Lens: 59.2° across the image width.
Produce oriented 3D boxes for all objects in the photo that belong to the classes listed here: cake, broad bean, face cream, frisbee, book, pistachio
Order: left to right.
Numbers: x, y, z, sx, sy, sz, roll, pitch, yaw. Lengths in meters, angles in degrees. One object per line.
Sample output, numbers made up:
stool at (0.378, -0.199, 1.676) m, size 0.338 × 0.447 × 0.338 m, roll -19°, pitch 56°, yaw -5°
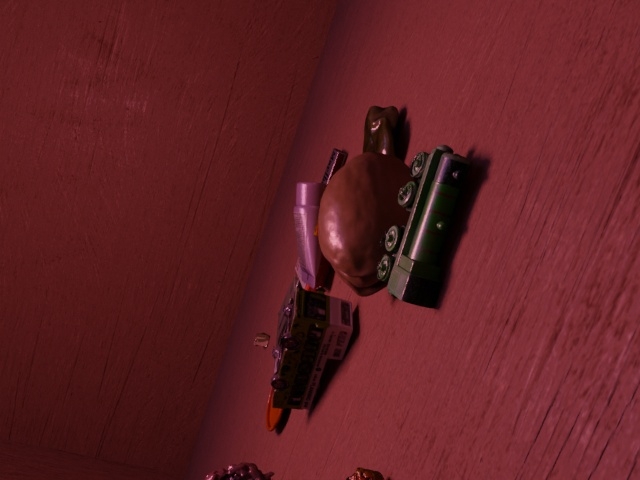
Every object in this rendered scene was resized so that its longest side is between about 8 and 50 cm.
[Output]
cake at (-0.232, 0.378, 2.161) m, size 0.140 × 0.055 × 0.051 m, roll 155°, pitch 124°, yaw -77°
frisbee at (-0.110, 0.432, 1.562) m, size 0.192 × 0.035 × 0.192 m, roll -164°, pitch 90°, yaw -79°
book at (-0.107, 0.276, 1.797) m, size 0.282 × 0.025 × 0.214 m, roll -90°, pitch 20°, yaw -50°
face cream at (-0.026, -0.016, 1.497) m, size 0.154 × 0.096 × 0.273 m, roll -163°, pitch 76°, yaw -72°
pistachio at (0.087, -0.045, 1.039) m, size 0.162 × 0.182 × 0.293 m, roll 64°, pitch -150°, yaw -47°
broad bean at (0.132, -0.212, 1.262) m, size 0.153 × 0.073 × 0.206 m, roll 102°, pitch 175°, yaw -55°

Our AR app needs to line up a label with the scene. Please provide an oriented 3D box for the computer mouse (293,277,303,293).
computer mouse at (-0.059, 0.133, 1.755) m, size 0.110 × 0.032 × 0.055 m, roll -77°, pitch 8°, yaw -73°

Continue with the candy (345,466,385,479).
candy at (0.086, 0.375, 0.738) m, size 0.201 × 0.061 × 0.060 m, roll -135°, pitch 62°, yaw -68°

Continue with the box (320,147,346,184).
box at (0.033, -0.201, 1.787) m, size 0.115 × 0.036 × 0.177 m, roll -113°, pitch 42°, yaw -72°

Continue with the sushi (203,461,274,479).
sushi at (-0.187, 0.623, 1.194) m, size 0.171 × 0.237 × 0.270 m, roll -52°, pitch 19°, yaw 39°

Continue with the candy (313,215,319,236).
candy at (0.067, -0.060, 1.313) m, size 0.276 × 0.088 × 0.146 m, roll -164°, pitch 93°, yaw -77°

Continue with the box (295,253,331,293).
box at (0.000, 0.000, 1.626) m, size 0.265 × 0.048 × 0.273 m, roll -122°, pitch 49°, yaw -72°

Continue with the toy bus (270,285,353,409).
toy bus at (-0.030, 0.245, 1.232) m, size 0.113 × 0.139 × 0.301 m, roll -88°, pitch 11°, yaw -52°

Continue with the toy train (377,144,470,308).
toy train at (0.161, -0.023, 0.862) m, size 0.119 × 0.085 × 0.251 m, roll -138°, pitch 63°, yaw -71°
